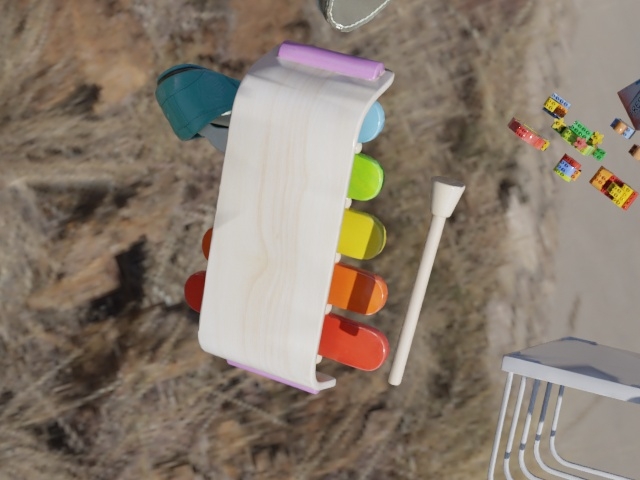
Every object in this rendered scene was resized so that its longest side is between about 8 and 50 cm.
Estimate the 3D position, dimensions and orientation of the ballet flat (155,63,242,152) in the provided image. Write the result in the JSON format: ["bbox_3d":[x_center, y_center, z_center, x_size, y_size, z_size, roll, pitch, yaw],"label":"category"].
[{"bbox_3d":[-0.068,-0.121,1.402,0.247,0.083,0.087,1,66,-52],"label":"ballet flat"}]

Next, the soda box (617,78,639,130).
[{"bbox_3d":[0.458,-0.181,1.777,0.183,0.063,0.058,-8,71,-52],"label":"soda box"}]

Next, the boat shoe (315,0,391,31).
[{"bbox_3d":[0.095,-0.368,1.700,0.109,0.305,0.091,21,38,-29],"label":"boat shoe"}]

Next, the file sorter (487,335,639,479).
[{"bbox_3d":[0.336,0.228,1.656,0.277,0.192,0.173,-3,104,-65],"label":"file sorter"}]

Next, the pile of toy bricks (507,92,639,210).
[{"bbox_3d":[0.379,-0.142,1.998,0.212,0.118,0.105,40,15,18],"label":"pile of toy bricks"}]

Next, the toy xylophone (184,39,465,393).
[{"bbox_3d":[0.000,0.000,1.200,0.081,0.236,0.323,-30,142,-63],"label":"toy xylophone"}]
